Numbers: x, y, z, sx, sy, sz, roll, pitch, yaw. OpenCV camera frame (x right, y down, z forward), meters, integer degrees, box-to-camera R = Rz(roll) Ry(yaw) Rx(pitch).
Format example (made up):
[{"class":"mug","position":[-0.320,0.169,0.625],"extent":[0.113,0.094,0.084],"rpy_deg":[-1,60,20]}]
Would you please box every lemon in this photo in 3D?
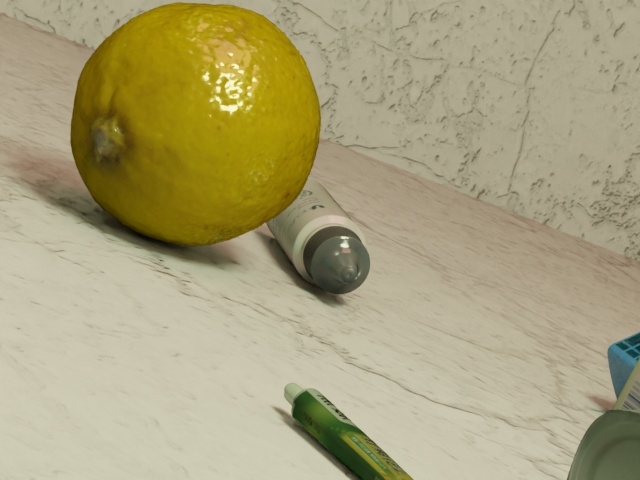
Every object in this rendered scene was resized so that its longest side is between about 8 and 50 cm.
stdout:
[{"class":"lemon","position":[-0.136,-0.127,2.034],"extent":[0.293,0.293,0.293],"rpy_deg":[24,9,-4]}]

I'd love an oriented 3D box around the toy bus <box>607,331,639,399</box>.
[{"class":"toy bus","position":[0.434,0.183,2.123],"extent":[0.134,0.116,0.234],"rpy_deg":[-22,24,-13]}]

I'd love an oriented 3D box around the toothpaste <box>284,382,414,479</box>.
[{"class":"toothpaste","position":[0.028,0.169,1.510],"extent":[0.049,0.031,0.204],"rpy_deg":[16,15,-41]}]

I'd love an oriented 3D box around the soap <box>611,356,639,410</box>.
[{"class":"soap","position":[0.396,0.220,1.824],"extent":[0.182,0.138,0.199],"rpy_deg":[22,9,-21]}]

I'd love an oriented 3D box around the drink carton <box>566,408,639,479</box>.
[{"class":"drink carton","position":[0.313,0.219,1.570],"extent":[0.190,0.185,0.191],"rpy_deg":[-1,25,-43]}]

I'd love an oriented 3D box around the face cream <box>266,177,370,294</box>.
[{"class":"face cream","position":[0.000,0.000,2.221],"extent":[0.092,0.092,0.311],"rpy_deg":[22,10,-15]}]
